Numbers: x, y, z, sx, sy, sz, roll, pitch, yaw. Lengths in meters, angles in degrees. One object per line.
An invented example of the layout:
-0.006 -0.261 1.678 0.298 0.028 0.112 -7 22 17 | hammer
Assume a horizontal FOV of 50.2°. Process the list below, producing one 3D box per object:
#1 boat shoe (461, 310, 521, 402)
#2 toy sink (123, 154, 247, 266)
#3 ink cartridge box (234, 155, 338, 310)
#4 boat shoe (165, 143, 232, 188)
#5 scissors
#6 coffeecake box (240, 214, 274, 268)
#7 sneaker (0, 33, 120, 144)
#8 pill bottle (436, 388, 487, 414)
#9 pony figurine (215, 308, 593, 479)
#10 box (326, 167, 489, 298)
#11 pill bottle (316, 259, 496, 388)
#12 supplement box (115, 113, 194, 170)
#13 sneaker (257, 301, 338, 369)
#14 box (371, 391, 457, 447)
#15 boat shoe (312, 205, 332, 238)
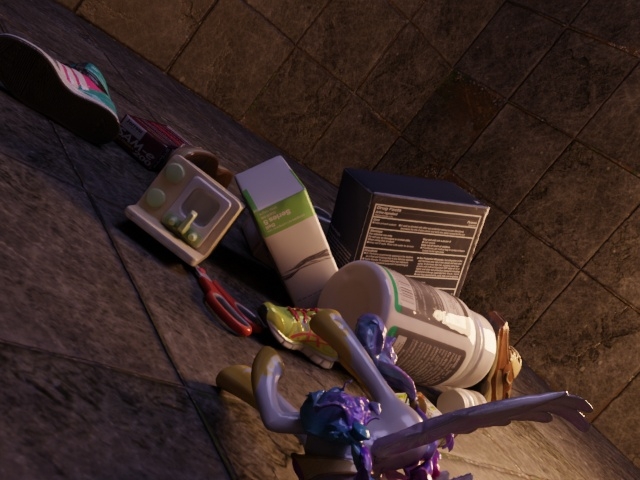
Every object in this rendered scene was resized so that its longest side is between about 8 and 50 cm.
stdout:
0.400 0.283 1.594 0.123 0.119 0.324 -123 -157 -44 | boat shoe
-0.233 -0.061 1.240 0.152 0.131 0.234 38 3 -3 | toy sink
-0.062 -0.010 1.421 0.273 0.114 0.198 69 -7 -31 | ink cartridge box
-0.306 -0.164 1.606 0.110 0.122 0.341 35 -1 7 | boat shoe
-0.203 0.063 1.174 0.297 0.021 0.109 43 10 25 | scissors
-0.105 0.010 1.652 0.142 0.068 0.185 35 11 -27 | coffeecake box
-0.553 -0.340 1.438 0.295 0.124 0.178 41 11 -36 | sneaker
0.310 0.365 1.500 0.078 0.078 0.137 45 11 33 | pill bottle
0.082 0.242 0.806 0.350 0.303 0.363 -5 36 -27 | pony figurine
0.178 0.012 1.544 0.296 0.294 0.183 6 23 -23 | box
0.182 0.184 1.385 0.361 0.204 0.204 23 17 -36 | pill bottle
-0.397 -0.233 1.686 0.130 0.073 0.239 39 8 8 | supplement box
-0.025 0.146 1.197 0.208 0.094 0.081 35 10 -42 | sneaker
0.181 0.337 1.275 0.114 0.036 0.207 44 11 27 | box
-0.013 -0.028 1.621 0.302 0.114 0.091 35 16 -35 | boat shoe
